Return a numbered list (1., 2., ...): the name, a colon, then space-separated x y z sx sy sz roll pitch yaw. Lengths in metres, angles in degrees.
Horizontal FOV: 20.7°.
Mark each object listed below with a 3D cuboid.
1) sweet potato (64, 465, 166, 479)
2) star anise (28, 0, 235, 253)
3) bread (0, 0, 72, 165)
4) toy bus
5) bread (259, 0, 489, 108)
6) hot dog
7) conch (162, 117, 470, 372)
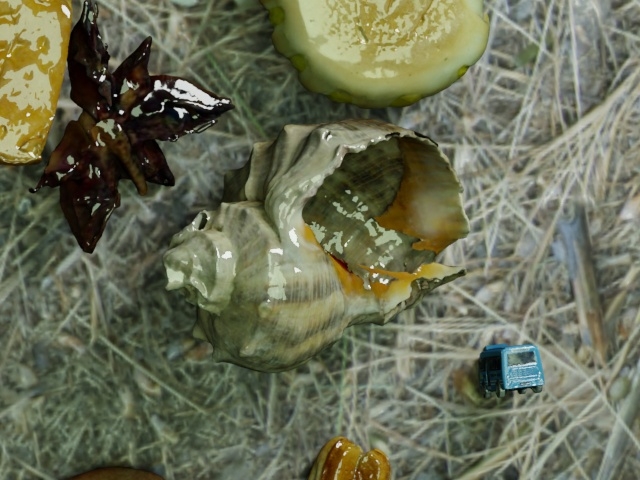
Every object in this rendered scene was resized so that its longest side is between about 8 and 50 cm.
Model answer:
1. sweet potato: -0.246 0.255 1.447 0.255 0.058 0.078 -37 118 -8
2. star anise: -0.151 -0.089 1.400 0.157 0.053 0.212 0 114 -38
3. bread: -0.276 -0.140 1.351 0.143 0.149 0.158 14 93 -16
4. toy bus: 0.162 0.111 1.497 0.038 0.083 0.046 -6 86 -10
5. bread: 0.041 -0.213 1.424 0.213 0.105 0.213 -3 101 -16
6. hot dog: 0.008 0.251 1.501 0.071 0.045 0.165 20 92 -14
7. conch: -0.014 -0.004 1.417 0.291 0.159 0.210 -7 110 -50
